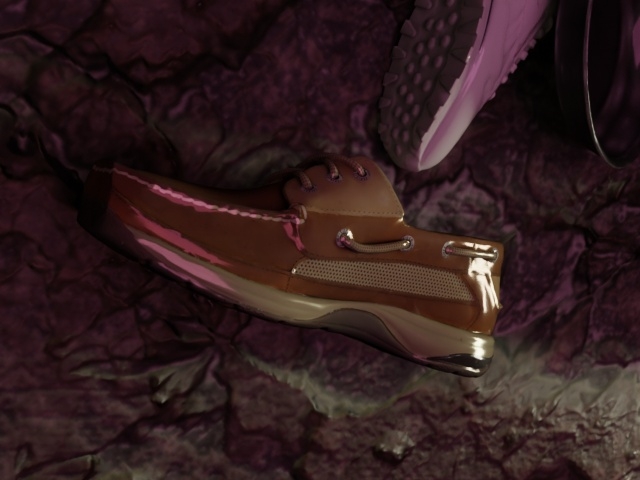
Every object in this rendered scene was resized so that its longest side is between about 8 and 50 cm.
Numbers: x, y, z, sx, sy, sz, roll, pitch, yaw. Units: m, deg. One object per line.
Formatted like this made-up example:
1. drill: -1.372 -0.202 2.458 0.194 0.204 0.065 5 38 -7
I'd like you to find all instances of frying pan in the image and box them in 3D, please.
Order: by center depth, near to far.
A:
1. frying pan: 0.195 -0.184 0.594 0.326 0.053 0.197 46 62 -48

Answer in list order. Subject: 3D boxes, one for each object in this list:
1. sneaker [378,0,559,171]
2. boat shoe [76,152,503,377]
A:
1. sneaker: 0.121 -0.153 0.613 0.095 0.090 0.235 21 94 -36
2. boat shoe: 0.000 0.000 0.581 0.324 0.123 0.119 21 88 -34
